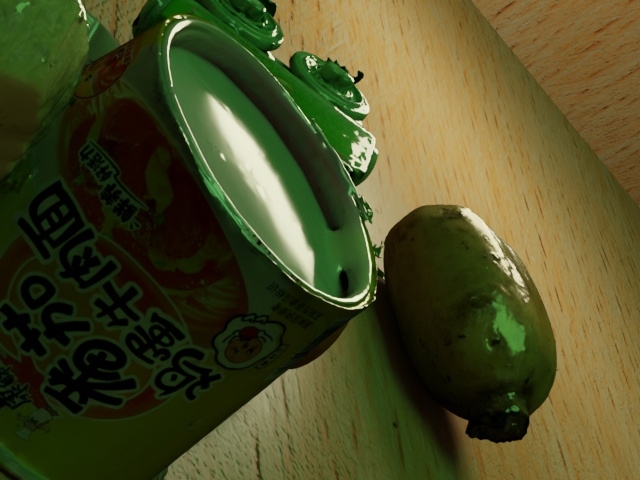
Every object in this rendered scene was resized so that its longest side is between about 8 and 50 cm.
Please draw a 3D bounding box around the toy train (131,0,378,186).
[{"bbox_3d":[-0.063,-0.110,1.188,0.243,0.132,0.188,37,25,-7],"label":"toy train"}]

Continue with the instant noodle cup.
[{"bbox_3d":[-0.104,0.002,0.844,0.264,0.200,0.264,46,23,-26],"label":"instant noodle cup"}]

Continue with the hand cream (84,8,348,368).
[{"bbox_3d":[-0.104,-0.025,1.057,0.314,0.089,0.140,48,48,-24],"label":"hand cream"}]

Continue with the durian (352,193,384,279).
[{"bbox_3d":[0.000,0.000,1.241,0.086,0.100,0.215,41,15,-29],"label":"durian"}]

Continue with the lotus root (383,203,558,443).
[{"bbox_3d":[0.151,0.080,1.416,0.160,0.146,0.284,19,41,-32],"label":"lotus root"}]

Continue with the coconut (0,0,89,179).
[{"bbox_3d":[-0.240,-0.150,0.716,0.239,0.239,0.244,31,37,-51],"label":"coconut"}]
